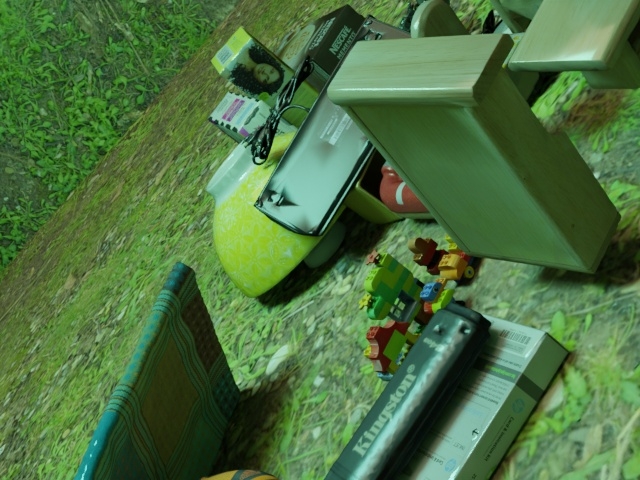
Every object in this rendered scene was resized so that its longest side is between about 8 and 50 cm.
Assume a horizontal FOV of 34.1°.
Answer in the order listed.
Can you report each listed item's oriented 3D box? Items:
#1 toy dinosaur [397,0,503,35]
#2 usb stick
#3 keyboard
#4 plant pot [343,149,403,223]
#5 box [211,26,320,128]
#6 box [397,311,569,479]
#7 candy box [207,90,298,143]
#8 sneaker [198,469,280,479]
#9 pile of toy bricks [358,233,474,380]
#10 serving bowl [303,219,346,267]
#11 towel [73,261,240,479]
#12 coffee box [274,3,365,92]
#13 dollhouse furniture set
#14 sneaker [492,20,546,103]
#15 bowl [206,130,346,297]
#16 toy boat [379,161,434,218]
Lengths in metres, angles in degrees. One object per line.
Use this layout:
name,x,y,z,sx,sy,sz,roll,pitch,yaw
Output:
toy dinosaur,0.163,-0.255,1.528,0.218,0.164,0.322,-46,41,49
usb stick,0.068,0.182,0.998,0.278,0.045,0.077,-55,21,-8
keyboard,0.007,-0.168,1.442,0.201,0.033,0.317,31,89,33
plant pot,0.075,-0.069,1.441,0.083,0.081,0.081,-32,28,56
box,-0.081,-0.275,1.850,0.087,0.232,0.058,-48,41,11
box,0.139,0.161,1.006,0.186,0.038,0.145,-55,22,-11
candy box,-0.095,-0.183,1.836,0.071,0.159,0.233,-54,21,-2
sneaker,-0.144,0.381,1.135,0.321,0.124,0.180,-41,18,-2
pile of toy bricks,0.090,0.055,1.175,0.118,0.105,0.212,-11,45,58
serving bowl,0.000,0.000,1.541,0.083,0.027,0.083,-40,25,23
towel,-0.189,0.247,1.261,0.040,0.271,0.370,3,45,18
coffee box,-0.007,-0.344,1.995,0.246,0.098,0.141,-8,48,60
dollhouse furniture set,0.224,-0.208,1.009,0.362,0.256,0.394,9,61,47
sneaker,0.285,-0.284,1.341,0.271,0.100,0.108,-48,17,9
bowl,-0.078,-0.072,1.581,0.289,0.156,0.289,-48,13,14
toy boat,0.137,-0.119,1.296,0.151,0.151,0.231,-58,23,-15
